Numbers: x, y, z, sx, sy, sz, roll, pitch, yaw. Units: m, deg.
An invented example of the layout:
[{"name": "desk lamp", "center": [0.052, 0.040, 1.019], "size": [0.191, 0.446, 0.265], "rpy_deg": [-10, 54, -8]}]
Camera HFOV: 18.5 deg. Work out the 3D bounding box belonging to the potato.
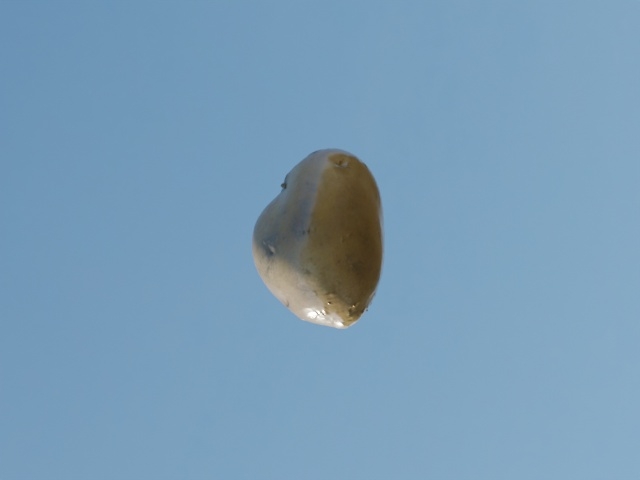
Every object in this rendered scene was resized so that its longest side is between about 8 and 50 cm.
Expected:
[{"name": "potato", "center": [0.001, -0.002, 1.560], "size": [0.112, 0.112, 0.147], "rpy_deg": [38, -129, -49]}]
